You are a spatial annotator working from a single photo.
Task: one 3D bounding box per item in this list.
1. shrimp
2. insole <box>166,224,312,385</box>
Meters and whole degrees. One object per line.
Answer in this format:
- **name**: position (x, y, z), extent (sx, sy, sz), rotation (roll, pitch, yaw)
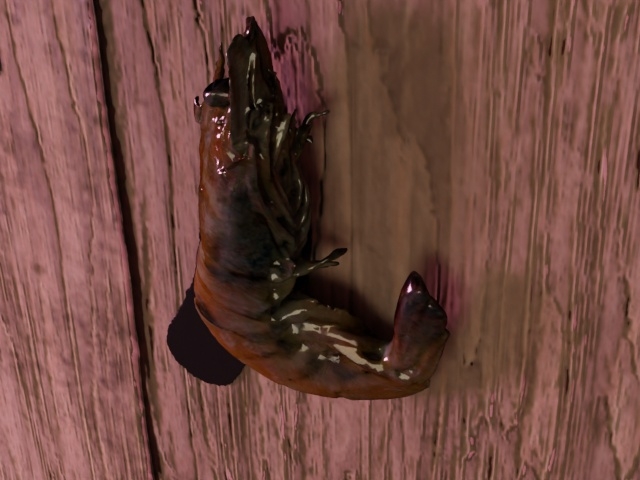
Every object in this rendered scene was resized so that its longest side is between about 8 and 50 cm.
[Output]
- **shrimp**: position (0.000, 0.000, 1.024), extent (0.169, 0.058, 0.296), rotation (16, 140, 13)
- **insole**: position (-0.053, 0.027, 1.127), extent (0.080, 0.003, 0.232), rotation (32, 140, 6)
